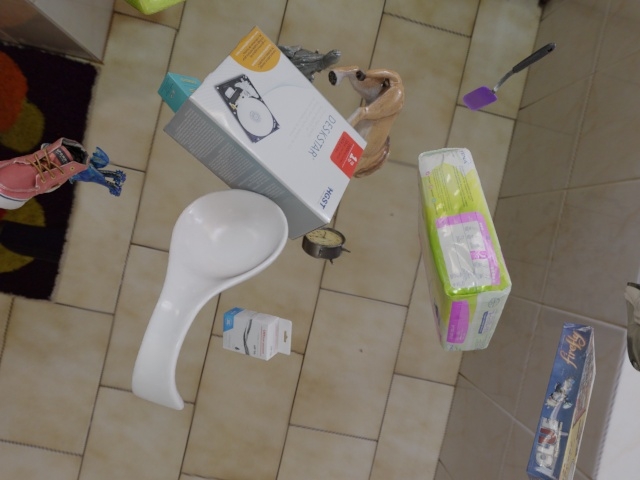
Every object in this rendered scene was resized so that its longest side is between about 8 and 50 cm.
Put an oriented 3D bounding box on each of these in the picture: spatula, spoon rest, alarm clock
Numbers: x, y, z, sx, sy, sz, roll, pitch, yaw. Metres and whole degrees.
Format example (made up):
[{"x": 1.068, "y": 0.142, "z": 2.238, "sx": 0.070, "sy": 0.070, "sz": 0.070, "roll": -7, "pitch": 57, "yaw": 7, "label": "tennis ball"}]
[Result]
[{"x": 0.576, "y": -0.502, "z": 1.358, "sx": 0.084, "sy": 0.296, "sz": 0.030, "roll": 26, "pitch": 46, "yaw": -32, "label": "spatula"}, {"x": -0.127, "y": 0.042, "z": 0.504, "sx": 0.137, "sy": 0.084, "sz": 0.276, "roll": 15, "pitch": 56, "yaw": 5, "label": "spoon rest"}, {"x": 0.000, "y": 0.000, "z": 1.350, "sx": 0.129, "sy": 0.192, "sz": 0.064, "roll": -4, "pitch": 123, "yaw": -27, "label": "alarm clock"}]

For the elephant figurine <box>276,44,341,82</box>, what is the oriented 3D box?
[{"x": -0.075, "y": -0.531, "z": 1.341, "sx": 0.169, "sy": 0.239, "sz": 0.186, "roll": 39, "pitch": 91, "yaw": -17, "label": "elephant figurine"}]

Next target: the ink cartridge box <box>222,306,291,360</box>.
[{"x": -0.079, "y": 0.117, "z": 0.550, "sx": 0.083, "sy": 0.028, "sz": 0.048, "roll": 8, "pitch": 103, "yaw": 23, "label": "ink cartridge box"}]

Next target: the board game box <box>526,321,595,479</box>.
[{"x": 0.385, "y": 0.275, "z": 0.695, "sx": 0.243, "sy": 0.042, "sz": 0.165, "roll": -58, "pitch": 137, "yaw": -26, "label": "board game box"}]

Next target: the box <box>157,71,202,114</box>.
[{"x": -0.271, "y": -0.291, "z": 1.050, "sx": 0.244, "sy": 0.100, "sz": 0.060, "roll": 49, "pitch": 118, "yaw": 13, "label": "box"}]

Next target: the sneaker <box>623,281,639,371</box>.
[{"x": 0.406, "y": 0.112, "z": 0.520, "sx": 0.100, "sy": 0.271, "sz": 0.108, "roll": 15, "pitch": 99, "yaw": 36, "label": "sneaker"}]

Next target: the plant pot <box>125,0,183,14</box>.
[{"x": -0.197, "y": -0.429, "z": 0.486, "sx": 0.207, "sy": 0.227, "sz": 0.228, "roll": 35, "pitch": 62, "yaw": 26, "label": "plant pot"}]

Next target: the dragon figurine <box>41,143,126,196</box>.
[{"x": -0.651, "y": -0.212, "z": 1.243, "sx": 0.144, "sy": 0.289, "sz": 0.085, "roll": 3, "pitch": 70, "yaw": -3, "label": "dragon figurine"}]

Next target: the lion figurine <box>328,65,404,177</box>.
[{"x": 0.109, "y": -0.261, "z": 1.003, "sx": 0.240, "sy": 0.392, "sz": 0.142, "roll": -24, "pitch": 76, "yaw": -25, "label": "lion figurine"}]

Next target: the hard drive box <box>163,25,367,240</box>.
[{"x": -0.064, "y": -0.146, "z": 0.620, "sx": 0.232, "sy": 0.089, "sz": 0.181, "roll": 41, "pitch": 52, "yaw": -23, "label": "hard drive box"}]

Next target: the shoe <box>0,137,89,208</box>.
[{"x": -0.381, "y": -0.099, "z": 0.597, "sx": 0.081, "sy": 0.178, "sz": 0.063, "roll": -35, "pitch": 105, "yaw": 4, "label": "shoe"}]

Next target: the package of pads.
[{"x": 0.233, "y": 0.013, "z": 0.772, "sx": 0.101, "sy": 0.229, "sz": 0.297, "roll": -7, "pitch": 55, "yaw": 8, "label": "package of pads"}]
